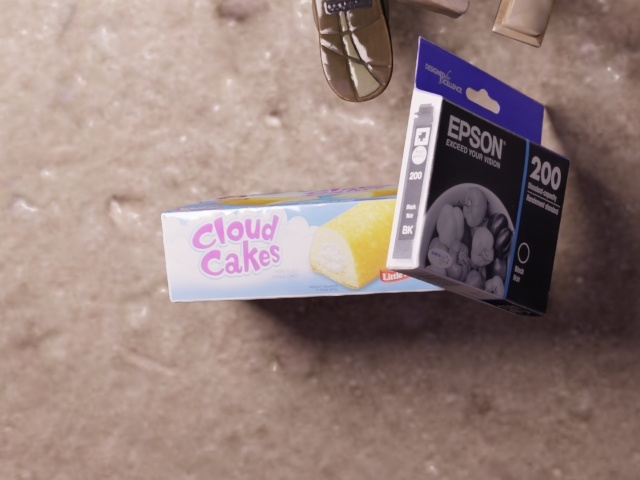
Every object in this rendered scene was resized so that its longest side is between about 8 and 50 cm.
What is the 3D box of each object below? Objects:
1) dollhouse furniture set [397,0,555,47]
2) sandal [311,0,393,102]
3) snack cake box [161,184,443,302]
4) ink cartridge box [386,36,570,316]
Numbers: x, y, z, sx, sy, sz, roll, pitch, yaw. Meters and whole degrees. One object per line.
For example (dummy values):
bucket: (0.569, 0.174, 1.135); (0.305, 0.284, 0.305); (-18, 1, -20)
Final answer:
dollhouse furniture set: (0.073, -0.371, 1.509); (0.355, 0.174, 0.303); (20, 87, -6)
sandal: (0.036, -0.232, 1.551); (0.090, 0.060, 0.219); (-7, 77, 8)
snack cake box: (0.000, 0.000, 1.544); (0.264, 0.152, 0.089); (-4, 98, 14)
ink cartridge box: (0.147, -0.053, 1.451); (0.045, 0.206, 0.208); (-1, 77, 41)
